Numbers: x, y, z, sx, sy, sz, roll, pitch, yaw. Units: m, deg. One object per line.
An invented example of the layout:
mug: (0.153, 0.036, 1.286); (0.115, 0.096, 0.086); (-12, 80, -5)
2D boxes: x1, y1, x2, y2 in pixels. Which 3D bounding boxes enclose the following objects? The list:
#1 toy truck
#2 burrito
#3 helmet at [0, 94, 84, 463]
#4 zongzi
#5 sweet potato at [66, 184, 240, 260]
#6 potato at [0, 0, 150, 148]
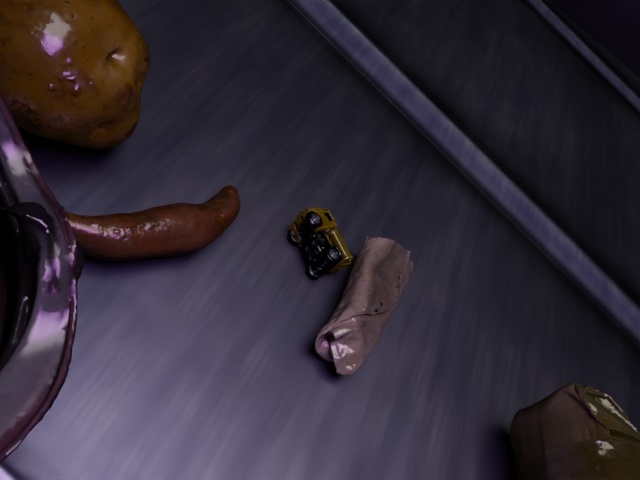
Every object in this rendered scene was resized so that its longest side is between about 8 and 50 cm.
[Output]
toy truck: (0.000, 0.000, 0.843); (0.054, 0.049, 0.083); (-10, 65, -46)
burrito: (0.058, 0.069, 0.820); (0.087, 0.060, 0.226); (56, 37, -18)
helmet: (-0.314, 0.034, 0.442); (0.271, 0.197, 0.338); (-15, 70, -38)
zongzi: (0.376, 0.381, 0.771); (0.360, 0.160, 0.323); (34, 47, -23)
sweet potato: (-0.159, -0.016, 0.721); (0.078, 0.058, 0.255); (38, 32, 24)
potato: (-0.326, -0.248, 0.703); (0.369, 0.176, 0.195); (43, 68, 3)
